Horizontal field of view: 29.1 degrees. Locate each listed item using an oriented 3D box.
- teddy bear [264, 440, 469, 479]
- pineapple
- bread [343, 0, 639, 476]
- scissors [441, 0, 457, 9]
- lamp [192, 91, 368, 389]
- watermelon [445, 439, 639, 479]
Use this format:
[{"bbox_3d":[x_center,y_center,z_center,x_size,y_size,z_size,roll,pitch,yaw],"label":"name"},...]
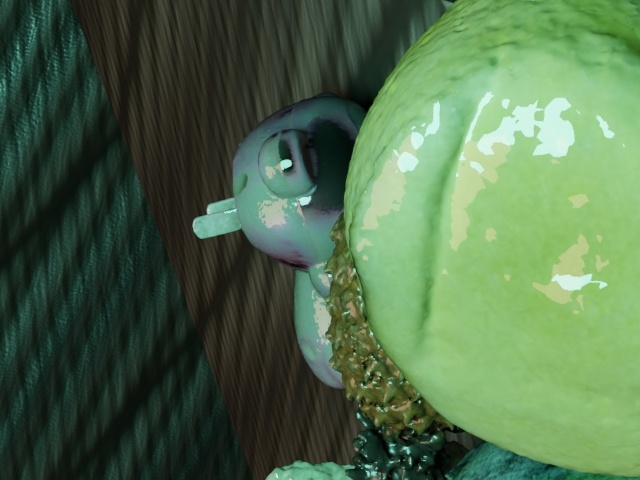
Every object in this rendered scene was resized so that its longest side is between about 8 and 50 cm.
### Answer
[{"bbox_3d":[0.143,0.369,1.275,0.362,0.375,0.327,-125,27,-73],"label":"teddy bear"},{"bbox_3d":[0.097,0.119,1.154,0.202,0.202,0.362,42,136,52],"label":"pineapple"},{"bbox_3d":[0.165,-0.016,0.794,0.320,0.237,0.321,17,138,16],"label":"bread"},{"bbox_3d":[0.113,-0.177,0.923,0.317,0.024,0.160,47,148,-2],"label":"scissors"},{"bbox_3d":[0.000,0.000,1.321,0.247,0.247,0.301,-55,-51,-65],"label":"lamp"},{"bbox_3d":[0.265,0.275,0.996,0.258,0.228,0.387,63,171,-24],"label":"watermelon"}]
